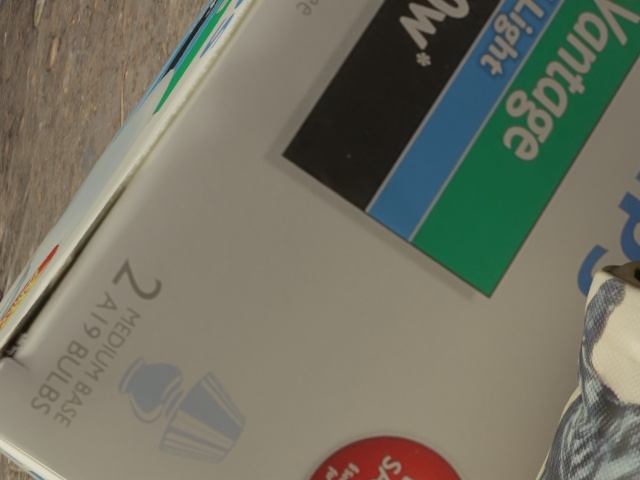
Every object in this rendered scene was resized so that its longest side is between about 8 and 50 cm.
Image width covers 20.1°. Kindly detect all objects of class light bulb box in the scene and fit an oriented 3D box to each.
[{"bbox_3d":[0.000,0.000,0.903,0.358,0.225,0.361,-57,8,-12],"label":"light bulb box"}]

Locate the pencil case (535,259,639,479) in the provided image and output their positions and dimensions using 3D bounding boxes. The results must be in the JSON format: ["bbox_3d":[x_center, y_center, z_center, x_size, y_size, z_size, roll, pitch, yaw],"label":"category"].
[{"bbox_3d":[0.132,0.205,0.637,0.160,0.183,0.410,16,90,60],"label":"pencil case"}]
